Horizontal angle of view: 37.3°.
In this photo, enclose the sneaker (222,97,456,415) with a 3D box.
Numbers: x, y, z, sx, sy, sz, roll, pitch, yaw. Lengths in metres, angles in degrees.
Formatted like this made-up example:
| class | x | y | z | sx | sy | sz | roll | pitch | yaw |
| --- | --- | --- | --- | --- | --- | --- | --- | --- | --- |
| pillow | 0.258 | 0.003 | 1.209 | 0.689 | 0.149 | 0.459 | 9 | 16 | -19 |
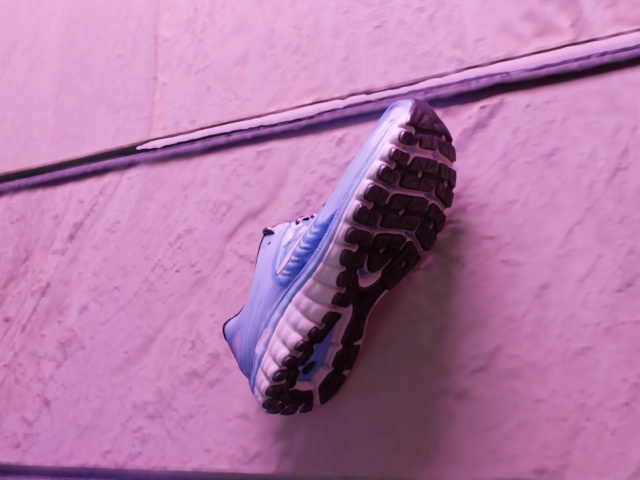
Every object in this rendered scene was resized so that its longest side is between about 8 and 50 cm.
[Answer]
| class | x | y | z | sx | sy | sz | roll | pitch | yaw |
| --- | --- | --- | --- | --- | --- | --- | --- | --- | --- |
| sneaker | 0.000 | 0.000 | 0.450 | 0.073 | 0.063 | 0.162 | 39 | 101 | 39 |
